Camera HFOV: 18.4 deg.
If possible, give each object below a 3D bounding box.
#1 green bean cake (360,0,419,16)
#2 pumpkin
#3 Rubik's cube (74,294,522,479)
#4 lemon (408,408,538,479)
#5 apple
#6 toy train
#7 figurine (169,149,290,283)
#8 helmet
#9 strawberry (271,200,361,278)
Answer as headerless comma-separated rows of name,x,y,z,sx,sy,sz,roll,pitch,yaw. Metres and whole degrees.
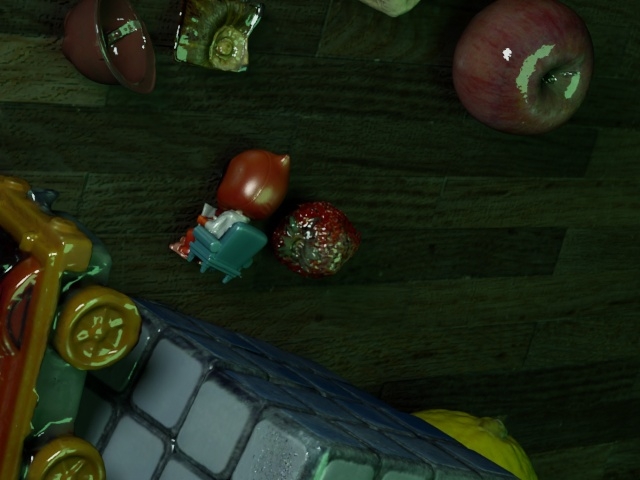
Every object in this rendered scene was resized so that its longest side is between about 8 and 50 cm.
green bean cake,0.036,-0.303,1.845,0.085,0.109,0.179,-49,139,-15
pumpkin,-0.101,-0.195,1.831,0.101,0.035,0.073,10,94,-45
Rubik's cube,-0.070,0.293,1.916,0.344,0.337,0.344,19,98,-48
lemon,0.128,0.322,2.209,0.267,0.267,0.267,-24,128,-35
apple,0.210,-0.187,2.087,0.153,0.120,0.153,-21,127,-30
toy train,-0.305,0.130,1.720,0.231,0.163,0.369,1,112,-37
figurine,-0.079,-0.030,1.916,0.140,0.075,0.068,-57,139,-1
helmet,-0.193,-0.168,1.727,0.111,0.057,0.089,51,32,-53
strawberry,0.000,0.000,2.015,0.096,0.083,0.083,9,106,-57
